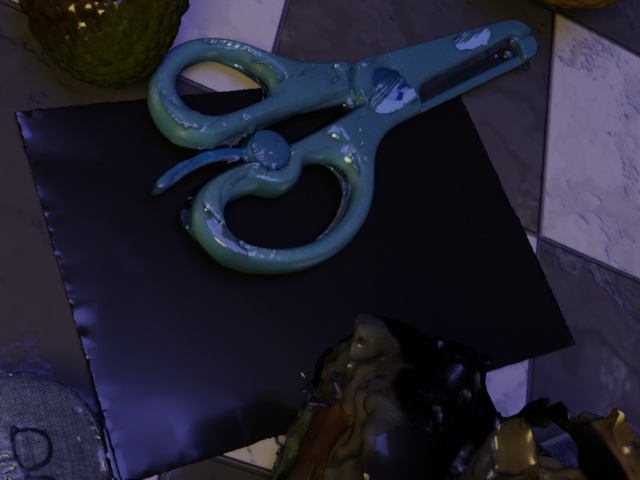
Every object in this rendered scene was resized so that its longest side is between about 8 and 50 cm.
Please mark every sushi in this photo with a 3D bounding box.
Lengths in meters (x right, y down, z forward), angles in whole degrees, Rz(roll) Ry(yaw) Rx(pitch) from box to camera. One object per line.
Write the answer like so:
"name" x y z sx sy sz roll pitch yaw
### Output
"sushi" 0.068 0.172 0.476 0.219 0.238 0.225 20 51 3

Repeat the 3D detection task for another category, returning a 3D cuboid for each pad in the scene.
"pad" 0.000 0.000 0.660 0.367 0.007 0.247 -12 73 -31

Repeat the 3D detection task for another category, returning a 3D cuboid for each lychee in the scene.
"lychee" -0.139 -0.171 0.604 0.114 0.114 0.146 0 87 -28

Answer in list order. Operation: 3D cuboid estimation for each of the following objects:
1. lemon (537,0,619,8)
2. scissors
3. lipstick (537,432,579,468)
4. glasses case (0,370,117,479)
"lemon" 0.231 -0.302 0.814 0.192 0.192 0.231 42 54 -4
"scissors" 0.041 -0.103 0.707 0.393 0.032 0.180 -26 81 -35
"lipstick" 0.128 0.164 0.627 0.141 0.040 0.040 -12 73 -32
"glasses case" -0.140 0.200 0.451 0.109 0.067 0.282 -5 68 -28
